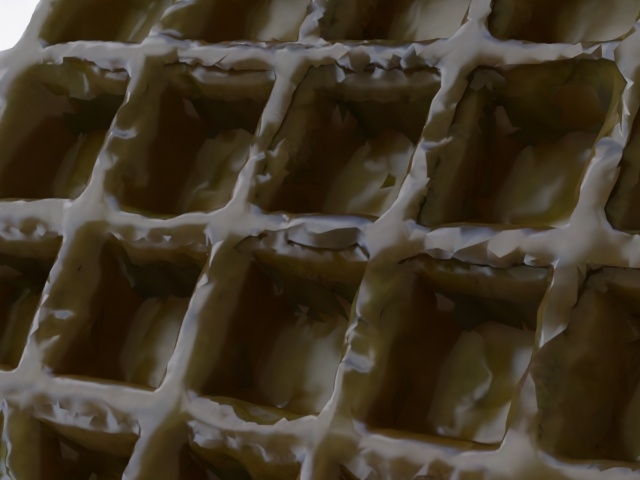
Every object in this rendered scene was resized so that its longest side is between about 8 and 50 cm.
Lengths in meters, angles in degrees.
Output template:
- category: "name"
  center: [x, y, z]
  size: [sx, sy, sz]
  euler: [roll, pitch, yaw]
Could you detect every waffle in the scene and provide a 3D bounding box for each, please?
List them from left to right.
- category: "waffle"
  center: [0.006, 0.004, 0.421]
  size: [0.281, 0.301, 0.058]
  euler: [-52, -43, -5]
